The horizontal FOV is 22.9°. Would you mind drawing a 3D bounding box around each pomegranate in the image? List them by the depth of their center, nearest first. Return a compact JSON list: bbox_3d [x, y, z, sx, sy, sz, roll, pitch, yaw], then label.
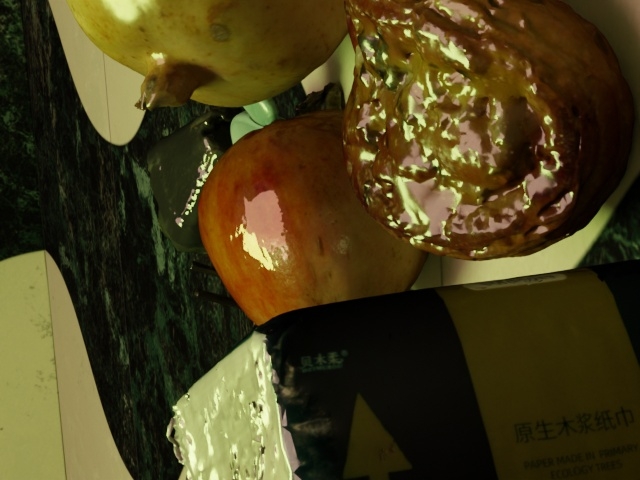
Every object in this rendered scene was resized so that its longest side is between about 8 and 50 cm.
[{"bbox_3d":[0.000,0.000,1.664,0.252,0.229,0.270,-3,106,61],"label":"pomegranate"},{"bbox_3d":[-0.115,-0.280,1.693,0.342,0.342,0.342,172,90,-69],"label":"pomegranate"}]

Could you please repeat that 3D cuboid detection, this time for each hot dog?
[{"bbox_3d":[0.110,-0.136,1.393,0.387,0.174,0.267,-141,45,-59],"label":"hot dog"}]

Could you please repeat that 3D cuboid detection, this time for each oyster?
[{"bbox_3d":[-0.011,-0.125,1.876,0.148,0.051,0.103,120,140,-63],"label":"oyster"}]

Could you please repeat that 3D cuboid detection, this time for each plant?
[{"bbox_3d":[-0.148,-0.077,2.123,0.164,0.142,0.256,69,152,27],"label":"plant"}]

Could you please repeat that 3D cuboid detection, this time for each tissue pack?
[{"bbox_3d":[0.127,0.169,1.124,0.264,0.416,0.253,130,129,-62],"label":"tissue pack"}]

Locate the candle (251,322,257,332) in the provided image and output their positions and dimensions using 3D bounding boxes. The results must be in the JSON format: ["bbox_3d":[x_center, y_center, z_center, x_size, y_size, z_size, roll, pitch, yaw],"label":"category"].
[{"bbox_3d":[-0.042,0.100,2.011,0.084,0.059,0.302,41,167,-12],"label":"candle"}]

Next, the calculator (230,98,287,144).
[{"bbox_3d":[-0.038,-0.060,1.884,0.184,0.042,0.295,31,144,53],"label":"calculator"}]

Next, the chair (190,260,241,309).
[{"bbox_3d":[-0.038,0.047,1.839,0.101,0.212,0.084,-108,39,-66],"label":"chair"}]
